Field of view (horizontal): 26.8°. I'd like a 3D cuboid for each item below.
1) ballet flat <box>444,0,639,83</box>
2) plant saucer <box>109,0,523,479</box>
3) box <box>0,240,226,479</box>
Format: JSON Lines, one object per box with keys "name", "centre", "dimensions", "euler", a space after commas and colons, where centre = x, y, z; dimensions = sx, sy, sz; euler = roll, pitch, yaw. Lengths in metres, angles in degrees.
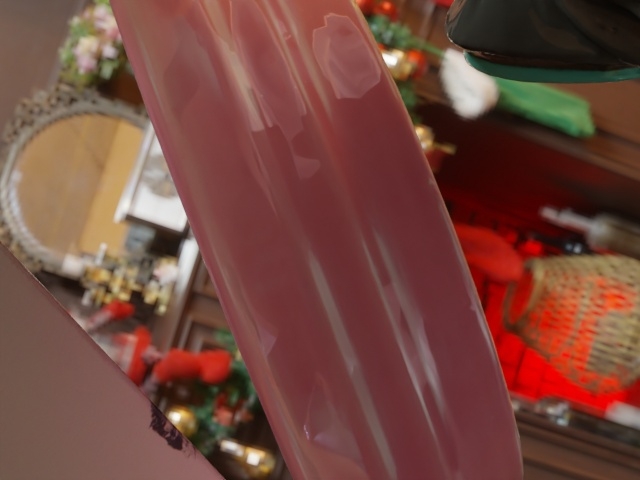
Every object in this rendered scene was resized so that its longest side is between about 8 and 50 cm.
{"name": "ballet flat", "centre": [0.117, -0.081, 0.366], "dimensions": [0.280, 0.095, 0.096], "euler": [34, 138, 61]}
{"name": "plant saucer", "centre": [0.000, 0.000, 0.568], "dimensions": [0.332, 0.084, 0.332], "euler": [158, 90, -88]}
{"name": "box", "centre": [-0.130, 0.066, 0.504], "dimensions": [0.113, 0.275, 0.094], "euler": [26, 68, 40]}
